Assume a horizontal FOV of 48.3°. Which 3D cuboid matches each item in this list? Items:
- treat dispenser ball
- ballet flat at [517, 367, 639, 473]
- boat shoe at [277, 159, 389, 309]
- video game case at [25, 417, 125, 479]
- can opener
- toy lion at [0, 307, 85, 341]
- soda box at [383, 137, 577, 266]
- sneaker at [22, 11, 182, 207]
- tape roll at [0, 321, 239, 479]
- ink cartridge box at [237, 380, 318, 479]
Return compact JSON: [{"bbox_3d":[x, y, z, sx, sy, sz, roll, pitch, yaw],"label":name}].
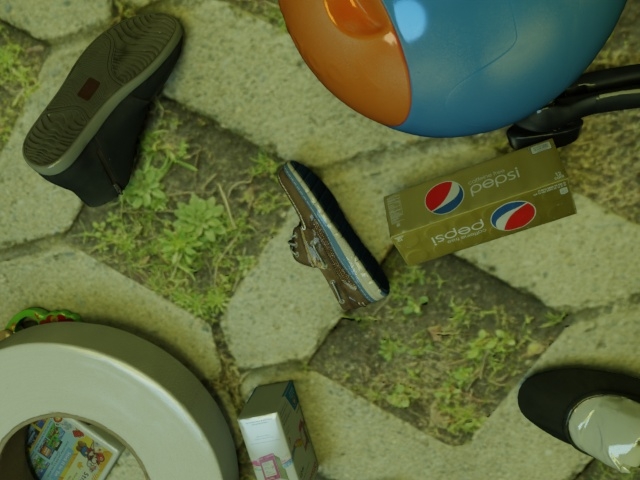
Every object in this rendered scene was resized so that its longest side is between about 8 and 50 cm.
[{"bbox_3d":[0.105,-0.230,0.587,0.288,0.288,0.288,3,104,12],"label":"treat dispenser ball"},{"bbox_3d":[0.349,0.200,0.739,0.280,0.096,0.095,11,106,10],"label":"ballet flat"},{"bbox_3d":[0.000,0.000,0.782,0.066,0.066,0.183,-32,95,19],"label":"boat shoe"},{"bbox_3d":[-0.398,0.302,0.968,0.206,0.026,0.227,34,107,3],"label":"video game case"},{"bbox_3d":[0.272,-0.143,0.700,0.186,0.073,0.059,-16,61,13],"label":"can opener"},{"bbox_3d":[-0.346,0.123,0.911,0.100,0.034,0.096,43,101,0],"label":"toy lion"},{"bbox_3d":[0.160,-0.036,0.730,0.181,0.058,0.061,-18,140,17],"label":"soda box"},{"bbox_3d":[-0.224,-0.146,0.798,0.083,0.118,0.222,36,80,21],"label":"sneaker"},{"bbox_3d":[-0.297,0.291,0.890,0.391,0.072,0.392,2,107,8],"label":"tape roll"},{"bbox_3d":[-0.047,0.241,0.841,0.052,0.088,0.123,-13,101,12],"label":"ink cartridge box"}]
